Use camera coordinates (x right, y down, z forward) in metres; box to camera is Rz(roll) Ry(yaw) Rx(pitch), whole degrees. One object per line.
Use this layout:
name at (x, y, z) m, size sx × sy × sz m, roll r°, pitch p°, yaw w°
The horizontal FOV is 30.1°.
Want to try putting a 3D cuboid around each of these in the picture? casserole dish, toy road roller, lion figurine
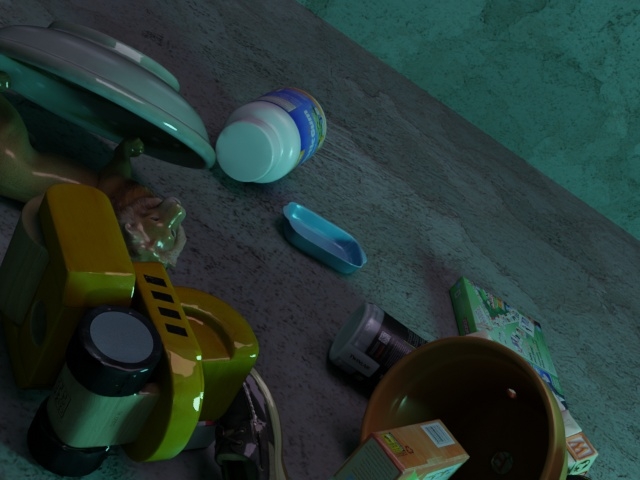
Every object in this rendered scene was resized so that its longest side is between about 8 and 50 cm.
casserole dish at (0.000, 0.000, 2.175) m, size 0.188 × 0.037 × 0.114 m, roll 31°, pitch 25°, yaw -21°
toy road roller at (-0.224, 0.105, 1.393) m, size 0.241 × 0.202 × 0.329 m, roll 2°, pitch 45°, yaw -35°
lion figurine at (-0.372, -0.085, 1.694) m, size 0.392 × 0.142 × 0.240 m, roll 20°, pitch 35°, yaw -10°

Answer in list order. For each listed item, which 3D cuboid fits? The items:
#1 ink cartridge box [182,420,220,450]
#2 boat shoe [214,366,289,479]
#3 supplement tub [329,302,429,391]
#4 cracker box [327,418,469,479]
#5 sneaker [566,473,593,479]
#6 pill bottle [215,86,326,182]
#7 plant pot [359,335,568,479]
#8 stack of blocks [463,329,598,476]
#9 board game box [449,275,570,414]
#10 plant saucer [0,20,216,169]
ink cartridge box at (-0.193, 0.198, 1.511) m, size 0.099 × 0.056 × 0.135 m, roll 5°, pitch 41°, yaw -53°
boat shoe at (-0.092, 0.257, 1.454) m, size 0.073 × 0.080 × 0.223 m, roll -8°, pitch 82°, yaw -50°
supplement tub at (0.119, 0.195, 1.902) m, size 0.190 × 0.117 × 0.117 m, roll 36°, pitch 24°, yaw -9°
cracker box at (0.053, 0.319, 1.438) m, size 0.156 × 0.232 × 0.067 m, roll 3°, pitch 42°, yaw -55°
sneaker at (0.444, 0.480, 1.779) m, size 0.300 × 0.111 × 0.121 m, roll 58°, pitch 9°, yaw 3°
pill bottle at (-0.096, -0.193, 2.231) m, size 0.152 × 0.152 × 0.272 m, roll 41°, pitch 24°, yaw 2°
plant pot at (0.228, 0.302, 1.712) m, size 0.203 × 0.291 × 0.291 m, roll 35°, pitch 17°, yaw -55°
stack of blocks at (0.299, 0.287, 1.914) m, size 0.087 × 0.171 × 0.297 m, roll -14°, pitch 51°, yaw -26°
board game box at (0.365, 0.217, 2.317) m, size 0.214 × 0.046 × 0.317 m, roll 30°, pitch 25°, yaw -18°
plant saucer at (-0.325, -0.233, 1.779) m, size 0.401 × 0.100 × 0.400 m, roll 24°, pitch -7°, yaw 3°
